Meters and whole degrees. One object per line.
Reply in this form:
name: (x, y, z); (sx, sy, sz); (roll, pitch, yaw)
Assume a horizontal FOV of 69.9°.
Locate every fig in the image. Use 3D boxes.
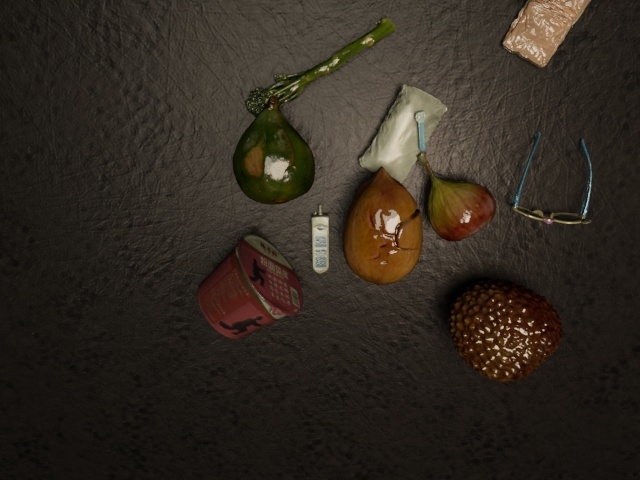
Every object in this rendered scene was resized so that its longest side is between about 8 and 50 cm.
fig: (-0.108, -0.206, 1.076); (0.195, 0.195, 0.245); (2, 95, -1)
fig: (0.319, -0.107, 1.141); (0.160, 0.143, 0.231); (-42, 67, 15)

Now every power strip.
power strip: (0.000, 0.000, 1.208); (0.047, 0.030, 0.191); (-1, 107, -1)

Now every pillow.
pillow: (0.533, -0.527, 1.055); (0.126, 0.043, 0.232); (31, 106, -4)
pillow: (0.202, -0.257, 1.124); (0.128, 0.051, 0.229); (28, 105, -9)

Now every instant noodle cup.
instant noodle cup: (-0.184, 0.125, 1.153); (0.178, 0.235, 0.235); (-35, 104, 19)

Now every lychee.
lychee: (0.459, 0.218, 1.169); (0.267, 0.267, 0.268); (0, 106, 0)

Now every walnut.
walnut: (0.152, -0.031, 1.115); (0.203, 0.203, 0.298); (-5, 114, 1)

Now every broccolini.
broccolini: (-0.009, -0.414, 1.083); (0.392, 0.079, 0.074); (-32, 93, 1)

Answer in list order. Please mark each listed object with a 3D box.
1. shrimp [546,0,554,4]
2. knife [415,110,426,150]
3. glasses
shrimp: (0.444, -0.641, 1.000); (0.287, 0.063, 0.152); (36, 97, 0)
knife: (0.241, -0.261, 1.097); (0.027, 0.010, 0.096); (-18, 116, -18)
glasses: (0.588, -0.151, 1.167); (0.189, 0.088, 0.221); (7, 86, -2)
